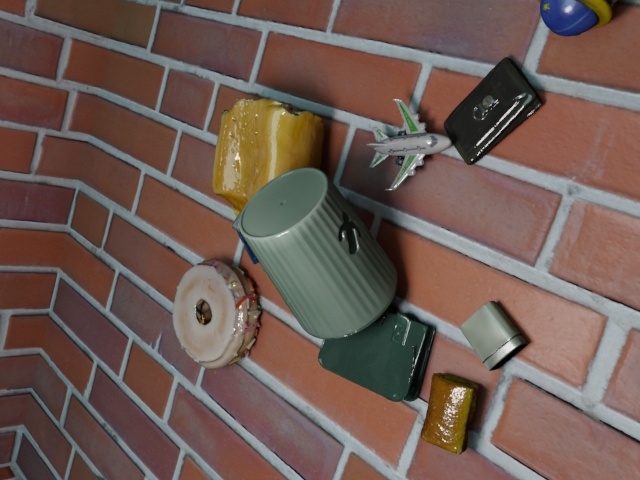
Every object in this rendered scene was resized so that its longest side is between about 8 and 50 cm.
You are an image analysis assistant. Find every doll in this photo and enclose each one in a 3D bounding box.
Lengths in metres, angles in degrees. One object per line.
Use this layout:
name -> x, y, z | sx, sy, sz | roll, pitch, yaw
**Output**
doll -> 0.609, -0.554, 1.376 | 0.242, 0.159, 0.311 | -50, 23, -2

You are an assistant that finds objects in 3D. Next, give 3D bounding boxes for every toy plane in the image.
toy plane -> 0.245, -0.258, 1.728 | 0.255, 0.101, 0.251 | 3, 89, 38

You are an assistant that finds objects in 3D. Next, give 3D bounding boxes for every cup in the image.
cup -> -0.019, 0.016, 1.725 | 0.310, 0.392, 0.401 | -36, 35, -3

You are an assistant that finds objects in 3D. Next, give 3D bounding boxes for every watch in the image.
watch -> -0.176, 0.002, 1.988 | 0.276, 0.274, 0.068 | 6, 63, 41

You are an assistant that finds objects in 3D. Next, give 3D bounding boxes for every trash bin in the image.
trash bin -> 0.420, 0.232, 1.561 | 0.116, 0.059, 0.130 | -48, 57, 26

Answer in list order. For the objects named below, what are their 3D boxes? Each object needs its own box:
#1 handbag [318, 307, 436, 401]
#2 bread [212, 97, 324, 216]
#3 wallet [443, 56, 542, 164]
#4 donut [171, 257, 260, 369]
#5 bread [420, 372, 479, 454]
handbag -> 0.149, 0.293, 1.784 | 0.326, 0.089, 0.238 | 17, 96, 42
bread -> -0.154, -0.230, 1.995 | 0.361, 0.250, 0.394 | 11, 98, 44
wallet -> 0.421, -0.321, 1.611 | 0.245, 0.052, 0.168 | -45, 56, 33
donut -> -0.354, 0.248, 2.201 | 0.382, 0.142, 0.382 | -3, 86, 41
bread -> 0.326, 0.430, 1.601 | 0.132, 0.103, 0.172 | 12, 93, 42
